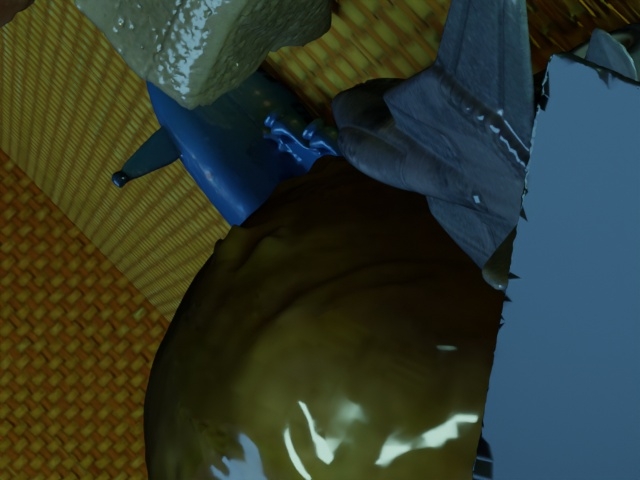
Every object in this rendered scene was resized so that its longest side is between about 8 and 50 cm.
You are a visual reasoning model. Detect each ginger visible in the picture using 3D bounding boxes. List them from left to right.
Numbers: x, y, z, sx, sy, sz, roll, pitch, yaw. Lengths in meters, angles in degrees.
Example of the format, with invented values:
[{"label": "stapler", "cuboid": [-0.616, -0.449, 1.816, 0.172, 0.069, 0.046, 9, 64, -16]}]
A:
[{"label": "ginger", "cuboid": [0.020, 0.095, 0.798, 0.223, 0.269, 0.200, 39, -163, -9]}]

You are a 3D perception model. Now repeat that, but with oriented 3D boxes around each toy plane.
[{"label": "toy plane", "cuboid": [0.000, 0.000, 0.990, 0.271, 0.105, 0.254, 40, 156, 10]}, {"label": "toy plane", "cuboid": [0.065, -0.027, 0.639, 0.212, 0.088, 0.267, 66, 175, -22]}]

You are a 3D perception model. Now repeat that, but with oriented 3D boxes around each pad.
[{"label": "pad", "cuboid": [0.151, 0.061, 0.465, 0.243, 0.004, 0.163, 25, 135, 20]}]

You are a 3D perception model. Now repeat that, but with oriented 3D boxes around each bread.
[{"label": "bread", "cuboid": [-0.025, -0.134, 0.758, 0.077, 0.105, 0.152, 44, 139, 9]}]

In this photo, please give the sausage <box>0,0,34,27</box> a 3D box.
[{"label": "sausage", "cuboid": [-0.291, -0.277, 1.089, 0.419, 0.094, 0.094, 55, -150, -42]}]
